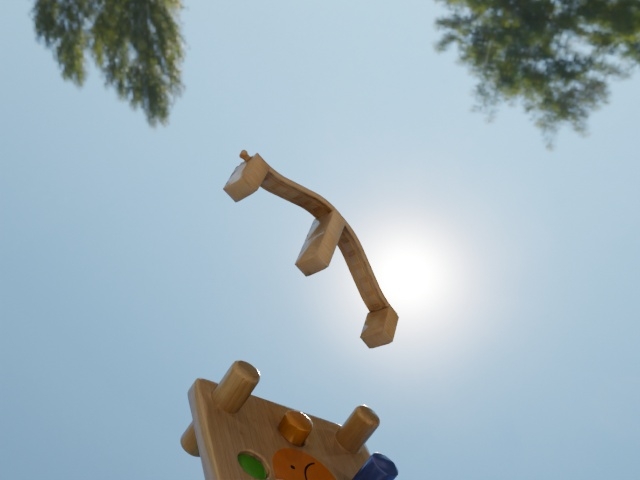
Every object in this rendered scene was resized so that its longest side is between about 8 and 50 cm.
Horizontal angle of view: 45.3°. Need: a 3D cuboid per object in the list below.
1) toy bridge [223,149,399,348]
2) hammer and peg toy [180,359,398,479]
[{"bbox_3d":[0.000,0.000,0.598,0.026,0.188,0.063,-25,-153,35],"label":"toy bridge"},{"bbox_3d":[0.002,0.300,0.795,0.266,0.127,0.361,26,-162,-30],"label":"hammer and peg toy"}]
